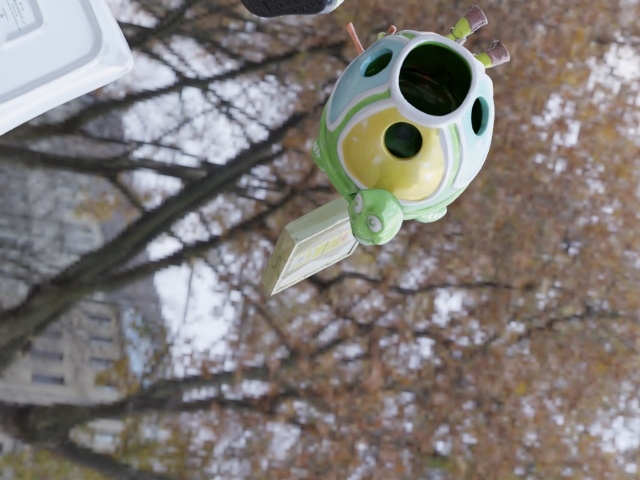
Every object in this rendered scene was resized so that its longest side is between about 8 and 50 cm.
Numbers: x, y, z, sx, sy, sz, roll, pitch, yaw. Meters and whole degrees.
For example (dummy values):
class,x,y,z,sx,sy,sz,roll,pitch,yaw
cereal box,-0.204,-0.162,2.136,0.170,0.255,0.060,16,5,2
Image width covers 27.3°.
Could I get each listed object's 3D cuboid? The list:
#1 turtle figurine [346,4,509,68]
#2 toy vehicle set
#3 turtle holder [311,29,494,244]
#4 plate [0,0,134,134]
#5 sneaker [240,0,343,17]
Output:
class,x,y,z,sx,sy,sz,roll,pitch,yaw
turtle figurine,0.177,-0.289,2.122,0.269,0.217,0.087,56,-2,13
toy vehicle set,0.000,0.000,2.119,0.035,0.166,0.267,59,-20,12
turtle holder,0.105,-0.153,1.825,0.243,0.320,0.227,50,-24,9
plate,-0.394,-0.287,1.654,0.045,0.278,0.277,9,-54,58
sneaker,-0.041,-0.431,2.276,0.235,0.097,0.084,17,-56,36
